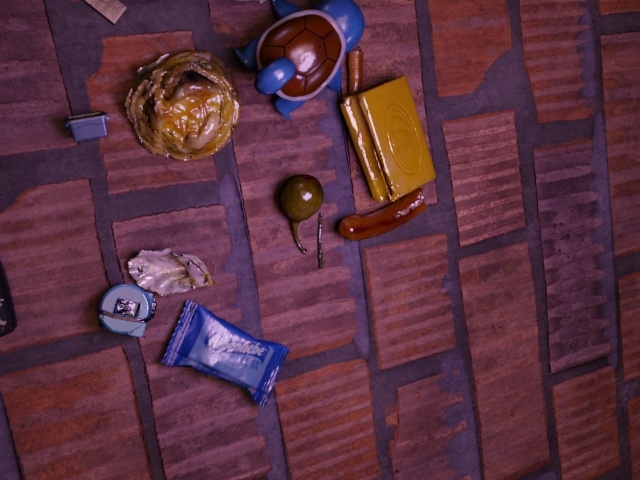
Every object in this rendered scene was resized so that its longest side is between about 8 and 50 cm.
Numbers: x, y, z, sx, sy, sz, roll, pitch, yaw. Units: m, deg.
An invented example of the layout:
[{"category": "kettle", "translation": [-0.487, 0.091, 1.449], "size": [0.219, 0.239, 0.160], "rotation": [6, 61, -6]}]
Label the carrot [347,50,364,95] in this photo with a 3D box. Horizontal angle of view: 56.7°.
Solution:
[{"category": "carrot", "translation": [0.100, -0.464, 1.685], "size": [0.048, 0.048, 0.139], "rotation": [-3, 100, -22]}]

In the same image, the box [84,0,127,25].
[{"category": "box", "translation": [-0.518, -0.568, 1.431], "size": [0.083, 0.024, 0.053], "rotation": [36, 82, -23]}]

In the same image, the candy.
[{"category": "candy", "translation": [-0.253, 0.313, 1.615], "size": [0.331, 0.077, 0.187], "rotation": [29, 78, -23]}]

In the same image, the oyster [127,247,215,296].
[{"category": "oyster", "translation": [-0.389, 0.072, 1.540], "size": [0.209, 0.072, 0.133], "rotation": [-8, 106, -1]}]

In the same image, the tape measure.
[{"category": "tape measure", "translation": [-0.491, 0.173, 1.498], "size": [0.146, 0.081, 0.125], "rotation": [17, 80, -20]}]

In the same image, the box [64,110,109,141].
[{"category": "box", "translation": [-0.558, -0.274, 1.426], "size": [0.099, 0.074, 0.054], "rotation": [-15, 112, -19]}]

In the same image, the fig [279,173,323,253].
[{"category": "fig", "translation": [-0.055, -0.070, 1.649], "size": [0.124, 0.124, 0.236], "rotation": [-8, 122, -21]}]

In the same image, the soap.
[{"category": "soap", "translation": [0.201, -0.285, 1.692], "size": [0.204, 0.096, 0.324], "rotation": [-31, 109, -31]}]

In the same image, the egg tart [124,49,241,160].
[{"category": "egg tart", "translation": [-0.335, -0.336, 1.483], "size": [0.297, 0.132, 0.297], "rotation": [-4, 103, -19]}]

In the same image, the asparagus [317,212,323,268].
[{"category": "asparagus", "translation": [0.000, 0.000, 1.712], "size": [0.016, 0.016, 0.163], "rotation": [0, 96, 4]}]

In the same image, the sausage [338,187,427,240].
[{"category": "sausage", "translation": [0.184, -0.067, 1.736], "size": [0.302, 0.076, 0.103], "rotation": [-24, 143, -20]}]

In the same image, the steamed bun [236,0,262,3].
[{"category": "steamed bun", "translation": [-0.190, -0.667, 1.485], "size": [0.238, 0.170, 0.152], "rotation": [-21, 123, -19]}]

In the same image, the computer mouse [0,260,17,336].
[{"category": "computer mouse", "translation": [-0.807, 0.107, 1.350], "size": [0.170, 0.100, 0.269], "rotation": [-11, 104, -18]}]

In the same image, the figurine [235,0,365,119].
[{"category": "figurine", "translation": [-0.066, -0.486, 1.544], "size": [0.298, 0.243, 0.416], "rotation": [48, 57, -10]}]
